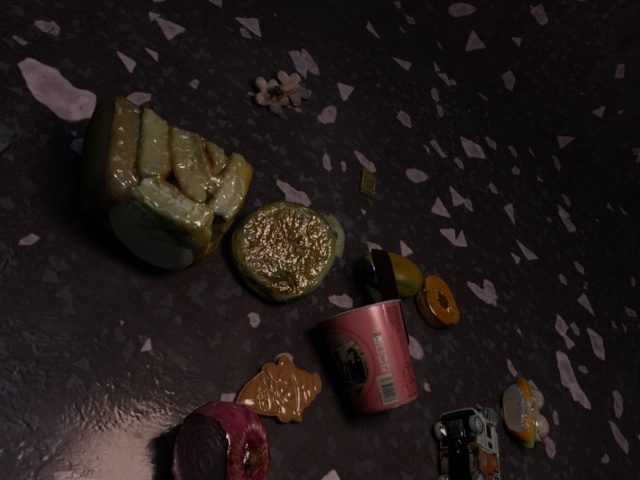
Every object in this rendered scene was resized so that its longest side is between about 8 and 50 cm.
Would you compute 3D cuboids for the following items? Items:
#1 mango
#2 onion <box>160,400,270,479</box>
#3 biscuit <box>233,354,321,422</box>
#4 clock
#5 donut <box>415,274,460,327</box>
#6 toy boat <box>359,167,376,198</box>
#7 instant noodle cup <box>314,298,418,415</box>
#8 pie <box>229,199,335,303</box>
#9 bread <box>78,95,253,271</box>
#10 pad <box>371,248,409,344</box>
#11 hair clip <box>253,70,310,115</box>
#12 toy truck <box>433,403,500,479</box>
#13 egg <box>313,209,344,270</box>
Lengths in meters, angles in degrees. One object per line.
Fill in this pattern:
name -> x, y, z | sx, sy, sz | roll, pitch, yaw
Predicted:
mango -> 0.217, 0.094, 1.693 | 0.238, 0.091, 0.137 | 29, 41, -21
onion -> -0.180, 0.419, 1.064 | 0.201, 0.200, 0.207 | 2, 47, -39
biscuit -> -0.094, 0.354, 1.289 | 0.250, 0.035, 0.162 | -6, 61, -41
clock -> 0.648, 0.541, 1.727 | 0.144, 0.103, 0.230 | 28, 48, -25
donut -> 0.372, 0.201, 1.768 | 0.162, 0.065, 0.178 | 12, 52, -40
toy boat -> 0.166, -0.199, 1.915 | 0.063, 0.016, 0.115 | 27, 47, -23
instant noodle cup -> 0.131, 0.298, 1.395 | 0.244, 0.244, 0.254 | -5, 73, -42
pie -> -0.097, 0.023, 1.425 | 0.277, 0.078, 0.276 | 4, 74, -15
bread -> -0.377, -0.107, 1.220 | 0.395, 0.239, 0.263 | 27, 50, -16
pad -> 0.193, 0.153, 1.533 | 0.002, 0.176, 0.266 | -14, 94, -11
hair clip -> -0.129, -0.504, 1.850 | 0.146, 0.075, 0.257 | 52, 35, -1
toy truck -> 0.410, 0.603, 1.464 | 0.184, 0.133, 0.338 | 34, 46, -31
egg -> 0.000, 0.000, 1.538 | 0.141, 0.141, 0.181 | -5, 70, -42
